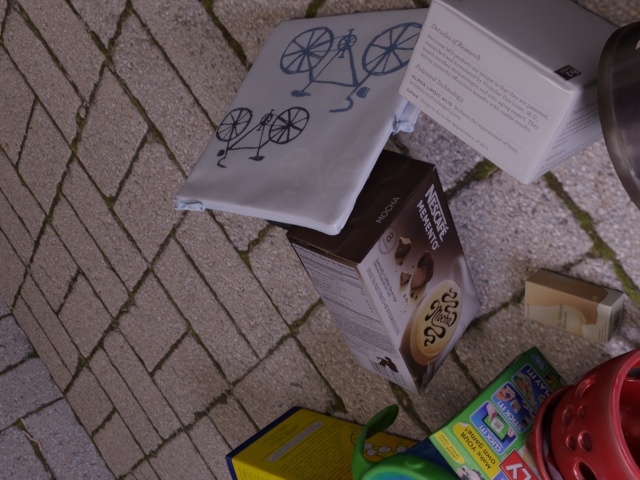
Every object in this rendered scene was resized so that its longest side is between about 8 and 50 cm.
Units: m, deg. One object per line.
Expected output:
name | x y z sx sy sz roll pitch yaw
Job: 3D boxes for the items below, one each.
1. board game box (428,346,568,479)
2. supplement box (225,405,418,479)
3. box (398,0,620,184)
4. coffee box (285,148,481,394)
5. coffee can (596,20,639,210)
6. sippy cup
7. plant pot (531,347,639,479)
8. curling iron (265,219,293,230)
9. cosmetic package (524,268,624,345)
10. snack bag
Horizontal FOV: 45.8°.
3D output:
board game box | 0.311 0.318 0.967 0.317 0.214 0.046 51 140 11
supplement box | 0.028 0.461 1.374 0.357 0.195 0.194 4 115 47
box | 0.216 -0.178 0.802 0.182 0.181 0.119 42 136 23
coffee box | 0.094 0.043 0.990 0.119 0.168 0.297 21 151 38
coffee can | 0.403 -0.130 0.613 0.275 0.202 0.201 -16 100 50
sippy cup | 0.209 0.369 1.098 0.240 0.224 0.305 -30 88 49
plant pot | 0.362 0.235 0.891 0.191 0.191 0.174 55 150 8
curling iron | 0.000 0.000 1.256 0.274 0.035 0.068 22 127 38
cosmetic package | 0.318 0.083 0.956 0.115 0.041 0.060 17 124 41
snack bag | -0.011 -0.161 0.980 0.323 0.342 0.037 11 156 42
